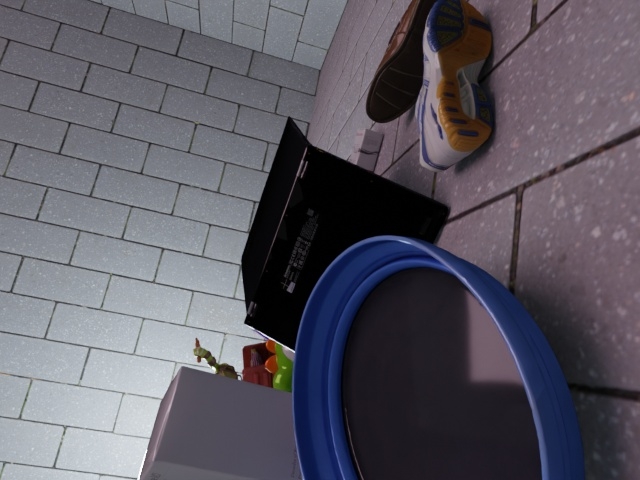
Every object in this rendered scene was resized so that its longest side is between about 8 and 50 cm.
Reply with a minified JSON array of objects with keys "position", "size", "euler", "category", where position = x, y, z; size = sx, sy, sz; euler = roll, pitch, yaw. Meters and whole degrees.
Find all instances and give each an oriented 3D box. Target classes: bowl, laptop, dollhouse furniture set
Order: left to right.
[{"position":[-0.127,0.482,1.238],"size":[0.201,0.152,0.373],"euler":[-148,54,-78],"category":"dollhouse furniture set"},{"position":[0.000,0.000,0.919],"size":[0.236,0.408,0.381],"euler":[-34,-32,-65],"category":"laptop"},{"position":[0.088,0.191,0.492],"size":[0.391,0.077,0.390],"euler":[-13,75,58],"category":"bowl"}]

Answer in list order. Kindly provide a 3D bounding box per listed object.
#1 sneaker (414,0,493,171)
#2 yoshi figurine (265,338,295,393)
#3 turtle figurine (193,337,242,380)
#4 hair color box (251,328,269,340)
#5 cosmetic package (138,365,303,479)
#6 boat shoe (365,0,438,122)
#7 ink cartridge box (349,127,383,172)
[{"position":[0.194,-0.251,0.721],"size":[0.131,0.112,0.296],"euler":[125,157,-65],"category":"sneaker"},{"position":[0.027,0.203,1.036],"size":[0.203,0.204,0.362],"euler":[18,78,40],"category":"yoshi figurine"},{"position":[-0.245,0.385,1.181],"size":[0.269,0.087,0.217],"euler":[65,173,-18],"category":"turtle figurine"},{"position":[-0.056,0.073,1.138],"size":[0.110,0.185,0.338],"euler":[19,107,40],"category":"hair color box"},{"position":[-0.107,0.363,0.795],"size":[0.197,0.366,0.155],"euler":[124,157,-46],"category":"cosmetic package"},{"position":[0.194,-0.398,0.959],"size":[0.307,0.111,0.104],"euler":[-58,15,34],"category":"boat shoe"},{"position":[0.121,-0.237,1.248],"size":[0.099,0.056,0.135],"euler":[-121,44,-75],"category":"ink cartridge box"}]
